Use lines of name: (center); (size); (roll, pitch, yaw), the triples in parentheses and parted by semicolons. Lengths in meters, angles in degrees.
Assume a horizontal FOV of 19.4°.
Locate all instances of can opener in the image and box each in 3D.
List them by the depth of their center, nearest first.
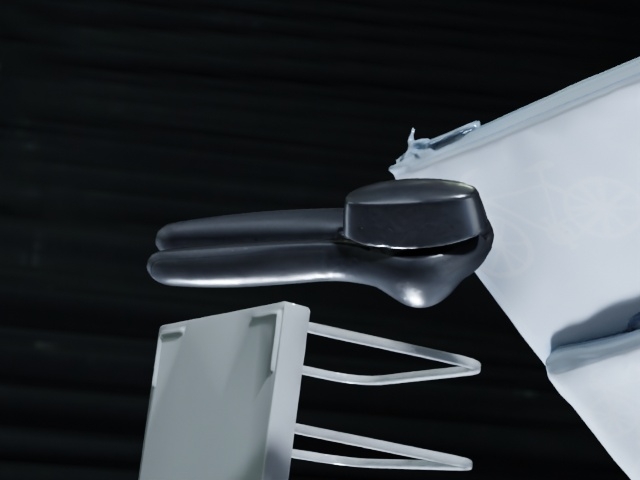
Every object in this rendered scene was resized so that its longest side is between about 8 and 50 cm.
can opener: (0.000, 0.000, 0.983); (0.059, 0.186, 0.073); (-60, 143, -60)

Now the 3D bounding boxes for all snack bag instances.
snack bag: (0.245, 0.032, 1.065); (0.323, 0.342, 0.037); (-22, -157, 43)

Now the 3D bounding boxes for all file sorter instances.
file sorter: (-0.013, 0.199, 1.246); (0.193, 0.173, 0.277); (-13, -113, 60)
